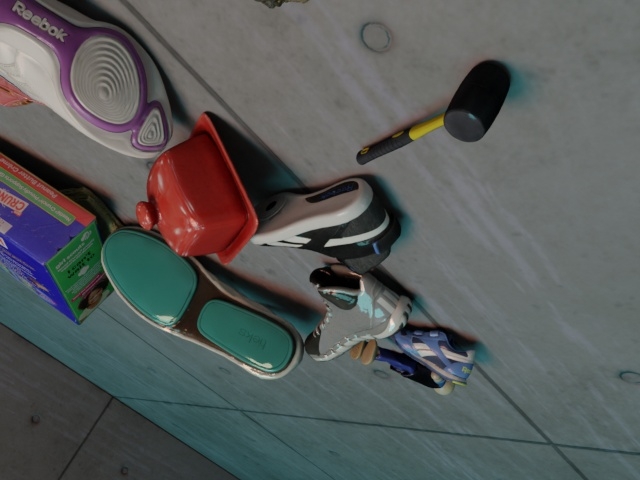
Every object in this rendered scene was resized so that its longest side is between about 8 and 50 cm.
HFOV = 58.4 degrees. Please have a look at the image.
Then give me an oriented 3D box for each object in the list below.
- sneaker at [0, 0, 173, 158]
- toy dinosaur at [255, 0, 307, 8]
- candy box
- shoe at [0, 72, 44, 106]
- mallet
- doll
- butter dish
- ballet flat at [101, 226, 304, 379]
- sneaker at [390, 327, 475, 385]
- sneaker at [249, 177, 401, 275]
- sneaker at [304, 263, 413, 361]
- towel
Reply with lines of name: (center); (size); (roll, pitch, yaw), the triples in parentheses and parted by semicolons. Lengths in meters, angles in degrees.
sneaker: (-0.296, -0.211, 0.646); (0.305, 0.114, 0.152); (42, 167, -23)
toy dinosaur: (-0.097, -0.280, 0.408); (0.268, 0.064, 0.118); (43, 153, -17)
candy box: (-0.528, -0.006, 1.040); (0.268, 0.122, 0.317); (34, 154, 5)
shoe: (-0.375, -0.203, 0.737); (0.177, 0.064, 0.081); (28, 154, 6)
mallet: (0.087, -0.095, 0.526); (0.039, 0.062, 0.189); (41, 147, -18)
doll: (0.140, 0.200, 0.912); (0.188, 0.046, 0.129); (26, 172, -22)
butter dish: (-0.166, -0.045, 0.700); (0.160, 0.118, 0.160); (63, 149, 9)
ballet flat: (-0.202, 0.113, 0.995); (0.400, 0.139, 0.139); (29, 150, 12)
sneaker: (0.164, 0.156, 0.848); (0.144, 0.059, 0.053); (29, -176, 29)
sneaker: (0.000, 0.000, 0.717); (0.216, 0.079, 0.121); (-7, 135, 44)
sneaker: (0.020, 0.097, 0.854); (0.132, 0.086, 0.228); (43, 136, -14)
towel: (-0.405, -0.039, 1.028); (0.110, 0.027, 0.148); (3, 140, 34)
